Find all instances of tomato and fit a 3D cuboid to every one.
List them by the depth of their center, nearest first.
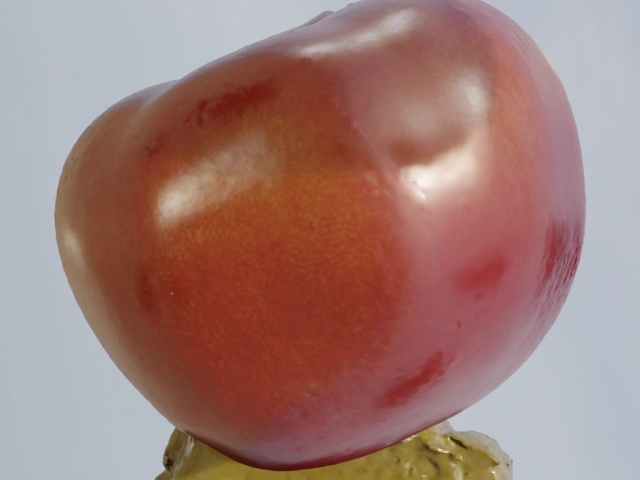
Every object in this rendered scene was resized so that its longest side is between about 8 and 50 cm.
[{"bbox_3d":[0.000,0.000,0.814,0.226,0.298,0.298,70,-16,-9],"label":"tomato"}]

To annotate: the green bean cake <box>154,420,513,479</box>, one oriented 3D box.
[{"bbox_3d":[-0.004,0.195,0.996,0.131,0.224,0.230,26,85,-76],"label":"green bean cake"}]
